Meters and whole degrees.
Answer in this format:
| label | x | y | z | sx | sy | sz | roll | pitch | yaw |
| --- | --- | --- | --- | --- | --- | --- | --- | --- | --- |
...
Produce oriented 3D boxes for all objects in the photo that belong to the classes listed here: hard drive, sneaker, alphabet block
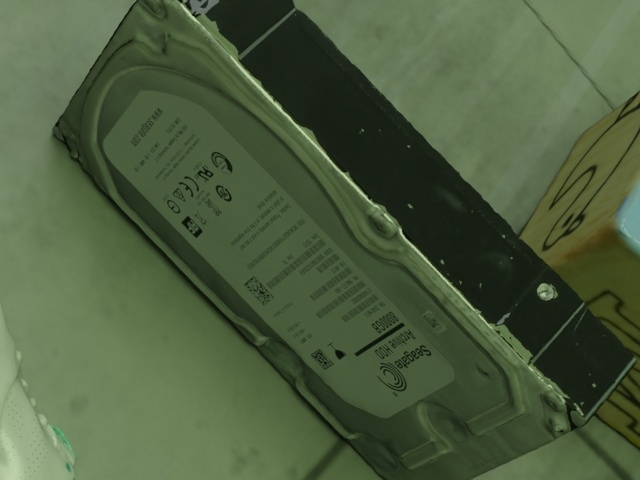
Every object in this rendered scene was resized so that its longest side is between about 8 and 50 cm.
| label | x | y | z | sx | sy | sz | roll | pitch | yaw |
| --- | --- | --- | --- | --- | --- | --- | --- | --- | --- |
| hard drive | 0.000 | 0.000 | 1.106 | 0.339 | 0.237 | 0.064 | 46 | 62 | -3 |
| sneaker | -0.185 | 0.111 | 1.089 | 0.094 | 0.080 | 0.212 | 2 | 77 | -34 |
| alphabet block | 0.254 | 0.013 | 1.230 | 0.193 | 0.197 | 0.192 | 39 | 61 | -6 |
